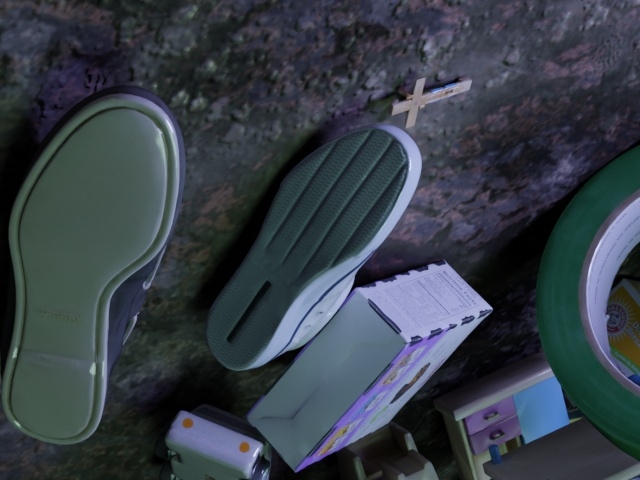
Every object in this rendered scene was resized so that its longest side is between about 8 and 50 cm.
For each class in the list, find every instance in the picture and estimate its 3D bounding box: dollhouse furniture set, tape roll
[{"bbox_3d":[0.221,0.276,1.739,0.286,0.303,0.198,-23,109,-19],"label":"dollhouse furniture set"},{"bbox_3d":[0.360,0.054,1.600,0.321,0.321,0.077,-37,149,5],"label":"tape roll"}]

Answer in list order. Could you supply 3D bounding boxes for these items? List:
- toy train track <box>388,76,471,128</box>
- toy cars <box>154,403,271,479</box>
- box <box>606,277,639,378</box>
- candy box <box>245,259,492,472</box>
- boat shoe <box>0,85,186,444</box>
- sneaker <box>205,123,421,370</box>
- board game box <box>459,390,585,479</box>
[{"bbox_3d":[0.085,-0.118,1.408,0.083,0.014,0.048,-20,139,-33],"label":"toy train track"},{"bbox_3d":[-0.023,0.242,1.651,0.394,0.176,0.087,42,63,-37],"label":"toy cars"},{"bbox_3d":[0.372,0.122,1.905,0.203,0.114,0.103,10,128,-51],"label":"box"},{"bbox_3d":[0.046,0.108,1.569,0.165,0.070,0.196,-50,165,23],"label":"candy box"},{"bbox_3d":[-0.171,0.006,1.281,0.112,0.095,0.335,15,129,-7],"label":"boat shoe"},{"bbox_3d":[0.000,0.000,1.434,0.258,0.094,0.091,-48,165,29],"label":"sneaker"},{"bbox_3d":[0.289,0.236,2.052,0.243,0.042,0.165,-4,138,-40],"label":"board game box"}]
